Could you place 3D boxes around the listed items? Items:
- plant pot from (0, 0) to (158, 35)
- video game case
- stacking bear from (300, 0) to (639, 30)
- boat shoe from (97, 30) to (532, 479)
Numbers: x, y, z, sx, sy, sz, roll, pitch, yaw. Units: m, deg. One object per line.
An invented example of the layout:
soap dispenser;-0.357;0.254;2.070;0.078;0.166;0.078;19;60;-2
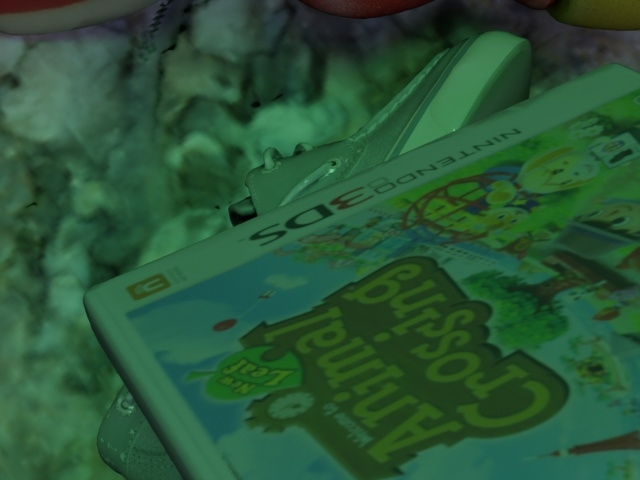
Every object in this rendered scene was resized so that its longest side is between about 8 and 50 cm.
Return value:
plant pot;-0.137;-0.221;0.609;0.275;0.275;0.243;-2;75;-1
video game case;0.051;0.019;0.433;0.193;0.023;0.212;-24;26;-12
stacking bear;0.110;-0.155;0.619;0.289;0.164;0.175;-8;29;-3
boat shoe;0.000;0.001;0.594;0.081;0.079;0.227;23;62;22
